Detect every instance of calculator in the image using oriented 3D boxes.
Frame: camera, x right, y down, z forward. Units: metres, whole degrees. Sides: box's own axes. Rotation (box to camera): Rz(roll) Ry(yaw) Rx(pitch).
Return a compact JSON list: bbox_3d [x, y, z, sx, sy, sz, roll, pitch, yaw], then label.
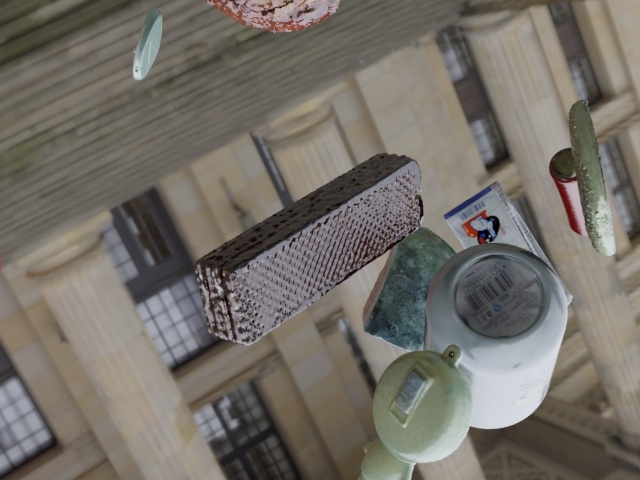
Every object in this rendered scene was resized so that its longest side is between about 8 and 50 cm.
[{"bbox_3d":[-0.281,-0.324,1.703,0.021,0.095,0.153,15,-136,0],"label":"calculator"}]

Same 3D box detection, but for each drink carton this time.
[{"bbox_3d":[0.413,0.037,2.293,0.130,0.315,0.106,-33,176,24],"label":"drink carton"}]

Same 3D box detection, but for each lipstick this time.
[{"bbox_3d":[0.499,-0.091,2.014,0.080,0.241,0.080,-10,-118,19],"label":"lipstick"}]

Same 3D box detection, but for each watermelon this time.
[{"bbox_3d":[0.172,0.146,2.026,0.289,0.320,0.213,-27,-177,-42],"label":"watermelon"}]

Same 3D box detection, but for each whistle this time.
[{"bbox_3d":[0.090,0.227,1.182,0.126,0.067,0.258,43,-69,47],"label":"whistle"}]

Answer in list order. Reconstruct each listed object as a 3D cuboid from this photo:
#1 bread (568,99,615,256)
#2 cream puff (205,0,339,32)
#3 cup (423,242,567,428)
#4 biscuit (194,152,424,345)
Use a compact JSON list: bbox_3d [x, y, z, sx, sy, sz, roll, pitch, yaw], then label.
[{"bbox_3d":[0.445,-0.100,1.721,0.040,0.267,0.267,-11,-159,12],"label":"bread"},{"bbox_3d":[-0.049,-0.350,1.162,0.240,0.240,0.164,-23,174,3],"label":"cream puff"},{"bbox_3d":[0.253,0.142,1.544,0.205,0.205,0.312,-27,155,-6],"label":"cup"},{"bbox_3d":[0.000,0.000,1.351,0.073,0.107,0.388,13,-147,40],"label":"biscuit"}]
